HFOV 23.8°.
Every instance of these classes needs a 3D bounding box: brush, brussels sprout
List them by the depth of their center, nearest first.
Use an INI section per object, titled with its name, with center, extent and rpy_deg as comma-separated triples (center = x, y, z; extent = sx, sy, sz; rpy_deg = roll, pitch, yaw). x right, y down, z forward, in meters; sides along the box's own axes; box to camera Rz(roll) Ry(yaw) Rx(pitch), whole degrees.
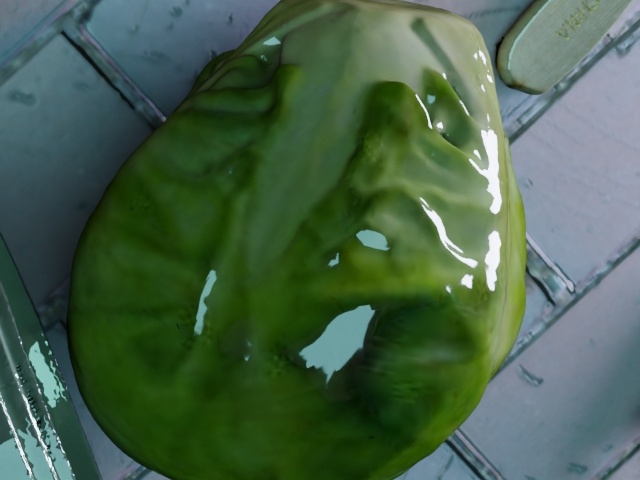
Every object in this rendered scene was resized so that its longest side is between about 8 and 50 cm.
[brussels sprout]
center = 0.000, 0.000, 0.769
extent = 0.219, 0.210, 0.271
rpy_deg = 19, 90, 3
[brush]
center = 0.220, -0.212, 0.861
extent = 0.085, 0.020, 0.336
rpy_deg = 40, 93, -22

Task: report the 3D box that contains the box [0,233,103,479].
[box]
center = -0.194, 0.108, 0.732
extent = 0.149, 0.226, 0.226
rpy_deg = -22, 111, -8
